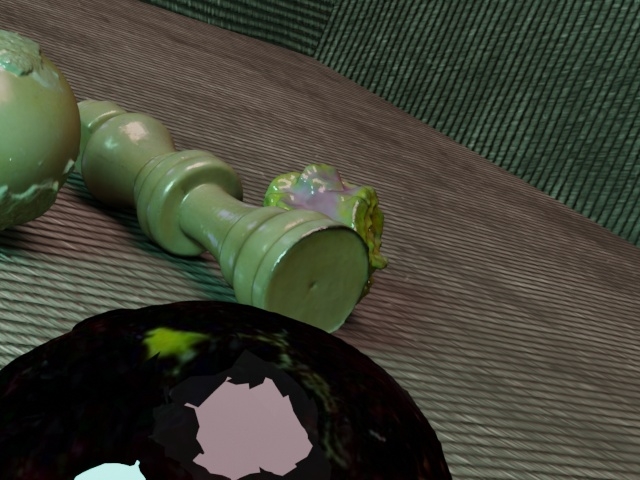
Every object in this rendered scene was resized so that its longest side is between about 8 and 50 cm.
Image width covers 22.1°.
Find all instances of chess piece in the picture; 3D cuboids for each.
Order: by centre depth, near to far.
[{"bbox_3d":[-0.121,-0.039,1.522,0.117,0.117,0.397,12,15,-45],"label":"chess piece"}]

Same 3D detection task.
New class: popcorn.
[{"bbox_3d":[0.000,0.000,1.561,0.126,0.126,0.145,-8,59,-42],"label":"popcorn"}]

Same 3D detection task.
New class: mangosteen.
[{"bbox_3d":[-0.045,0.154,0.637,0.228,0.228,0.265,7,58,-54],"label":"mangosteen"}]

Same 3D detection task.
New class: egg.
[{"bbox_3d":[-0.277,-0.087,1.324,0.164,0.164,0.201,23,15,-1],"label":"egg"}]
